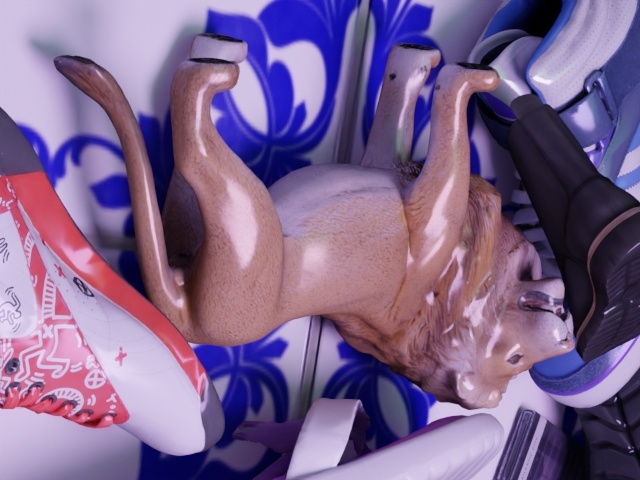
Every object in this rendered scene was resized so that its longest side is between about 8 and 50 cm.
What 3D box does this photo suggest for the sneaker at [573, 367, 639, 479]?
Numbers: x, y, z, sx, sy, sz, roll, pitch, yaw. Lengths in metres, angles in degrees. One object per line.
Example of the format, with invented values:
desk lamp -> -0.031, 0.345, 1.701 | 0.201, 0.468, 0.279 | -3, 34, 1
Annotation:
sneaker -> 0.278, 0.197, 1.261 | 0.140, 0.125, 0.340 | 4, 82, -62

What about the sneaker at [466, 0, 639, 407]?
sneaker -> 0.168, -0.052, 1.126 | 0.236, 0.130, 0.322 | 21, 86, -40

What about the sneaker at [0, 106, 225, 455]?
sneaker -> -0.164, 0.060, 0.774 | 0.145, 0.090, 0.270 | -53, 130, -27

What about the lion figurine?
lion figurine -> 0.000, 0.000, 0.942 | 0.392, 0.142, 0.240 | -1, 107, -35

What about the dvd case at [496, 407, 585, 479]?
dvd case -> 0.200, 0.257, 1.297 | 0.221, 0.018, 0.164 | 38, 70, -47

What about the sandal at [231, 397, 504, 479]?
sandal -> -0.019, 0.151, 0.944 | 0.416, 0.169, 0.102 | -8, 63, -54

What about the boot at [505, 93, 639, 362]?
boot -> 0.180, -0.008, 1.045 | 0.077, 0.137, 0.198 | -28, 154, -13
